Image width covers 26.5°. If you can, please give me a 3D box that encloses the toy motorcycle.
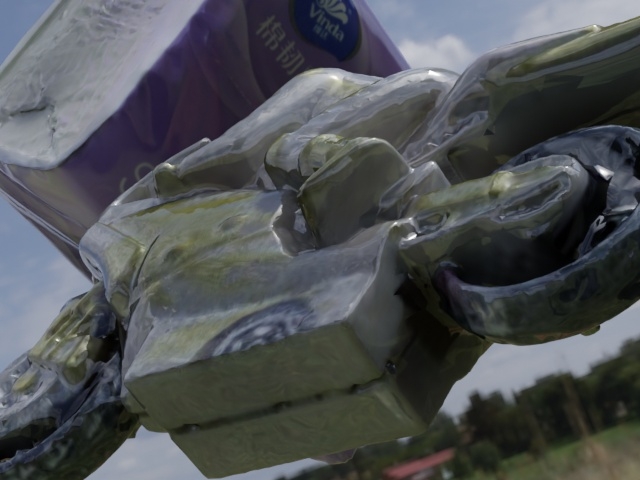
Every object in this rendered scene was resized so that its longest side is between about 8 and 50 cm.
[{"bbox_3d":[0.000,0.000,0.573,0.341,0.108,0.223,-19,30,32],"label":"toy motorcycle"}]

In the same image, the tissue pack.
[{"bbox_3d":[-0.038,-0.037,0.902,0.160,0.338,0.242,16,65,47],"label":"tissue pack"}]
